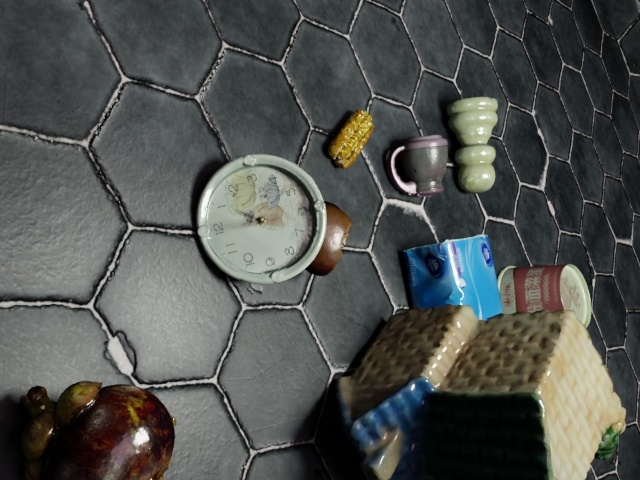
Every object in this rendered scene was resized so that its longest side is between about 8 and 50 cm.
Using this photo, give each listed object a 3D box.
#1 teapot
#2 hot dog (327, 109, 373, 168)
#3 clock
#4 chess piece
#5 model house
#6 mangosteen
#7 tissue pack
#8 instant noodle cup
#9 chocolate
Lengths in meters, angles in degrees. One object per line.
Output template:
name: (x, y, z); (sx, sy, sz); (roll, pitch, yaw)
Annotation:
teapot: (0.241, -0.175, 1.619); (0.148, 0.116, 0.146); (-15, 101, -50)
hot dog: (0.070, -0.226, 1.506); (0.071, 0.045, 0.165); (50, 51, -22)
clock: (-0.106, -0.037, 1.233); (0.236, 0.053, 0.236); (1, 85, -11)
chess piece: (0.406, -0.245, 1.796); (0.133, 0.133, 0.243); (3, 83, -45)
model house: (0.284, 0.378, 1.285); (0.400, 0.445, 0.395); (-42, 112, -44)
mangosteen: (-0.311, 0.272, 0.922); (0.217, 0.192, 0.192); (34, 51, 4)
tissue pack: (0.319, 0.130, 1.591); (0.198, 0.146, 0.263); (-7, 84, -46)
instant noodle cup: (0.611, 0.165, 1.849); (0.234, 0.178, 0.235); (17, 65, -42)
chocolate: (0.000, 0.000, 1.316); (0.127, 0.124, 0.133); (4, 47, -15)
